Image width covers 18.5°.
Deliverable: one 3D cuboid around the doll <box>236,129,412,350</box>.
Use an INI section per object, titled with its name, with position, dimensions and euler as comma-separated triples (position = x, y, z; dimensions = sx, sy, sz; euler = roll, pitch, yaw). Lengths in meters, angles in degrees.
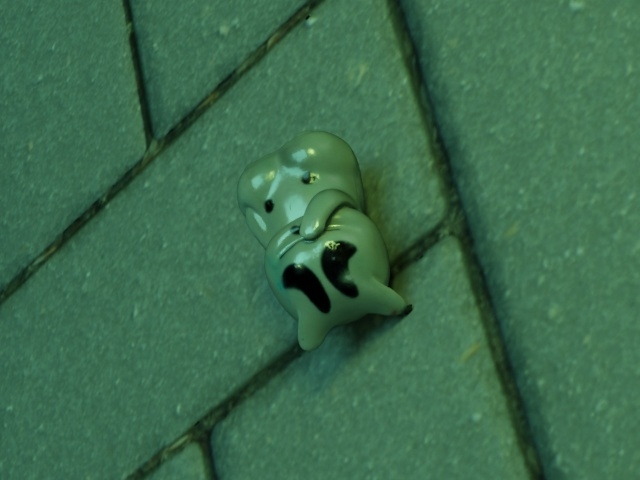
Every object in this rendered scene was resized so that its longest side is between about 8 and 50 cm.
[doll]
position = -0.003, -0.006, 1.661
dimensions = 0.110, 0.107, 0.180
euler = -29, 47, 13
